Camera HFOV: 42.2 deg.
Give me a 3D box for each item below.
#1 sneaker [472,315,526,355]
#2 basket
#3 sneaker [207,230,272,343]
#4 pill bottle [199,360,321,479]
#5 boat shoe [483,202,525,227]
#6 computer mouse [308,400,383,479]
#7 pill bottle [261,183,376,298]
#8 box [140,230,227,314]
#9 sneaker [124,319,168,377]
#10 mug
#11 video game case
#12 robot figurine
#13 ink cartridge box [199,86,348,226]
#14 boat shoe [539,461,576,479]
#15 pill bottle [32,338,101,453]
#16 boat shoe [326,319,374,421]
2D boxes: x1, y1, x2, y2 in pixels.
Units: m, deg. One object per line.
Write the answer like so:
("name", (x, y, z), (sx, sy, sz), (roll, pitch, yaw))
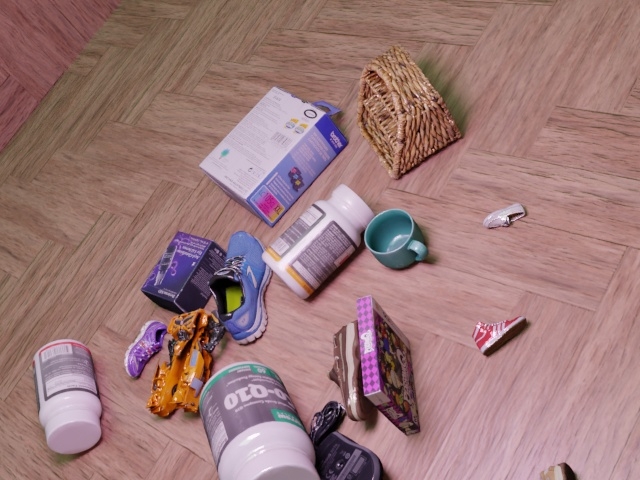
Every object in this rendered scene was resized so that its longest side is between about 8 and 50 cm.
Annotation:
("sneaker", (0.378, 0.186, 1.772), (0.118, 0.042, 0.067), (-39, 48, 6))
("basket", (0.192, -0.351, 2.186), (0.223, 0.213, 0.299), (-32, 45, 8))
("sneaker", (-0.211, 0.098, 2.158), (0.129, 0.147, 0.330), (-22, 47, 19))
("pill bottle", (-0.129, 0.430, 1.754), (0.204, 0.204, 0.361), (-40, 30, 1))
("boat shoe", (0.428, -0.051, 1.927), (0.100, 0.035, 0.035), (-23, 44, 8))
("computer mouse", (0.052, 0.472, 1.759), (0.188, 0.072, 0.272), (-52, 33, -8))
("pill bottle", (0.000, 0.000, 2.083), (0.278, 0.162, 0.162), (-44, 45, -4))
("box", (-0.369, 0.095, 2.293), (0.153, 0.108, 0.207), (13, 65, 39))
("sneaker", (-0.470, 0.292, 2.241), (0.071, 0.068, 0.170), (9, 62, 31))
("mug", (0.187, 0.012, 1.993), (0.129, 0.097, 0.158), (-28, 47, 12))
("video game case", (0.143, 0.264, 1.750), (0.042, 0.210, 0.232), (-20, 48, 20))
("robot figurine", (-0.346, 0.300, 2.119), (0.211, 0.085, 0.291), (-18, 50, 38))
("ink cartridge box", (-0.114, -0.268, 2.371), (0.395, 0.151, 0.270), (-49, 46, -6))
("boat shoe", (0.429, 0.498, 1.492), (0.072, 0.068, 0.190), (-27, 35, 31))
("pill bottle", (-0.673, 0.416, 2.212), (0.161, 0.161, 0.283), (-34, 45, 7))
("boat shoe", (0.065, 0.303, 1.865), (0.095, 0.095, 0.257), (-25, 36, 23))
